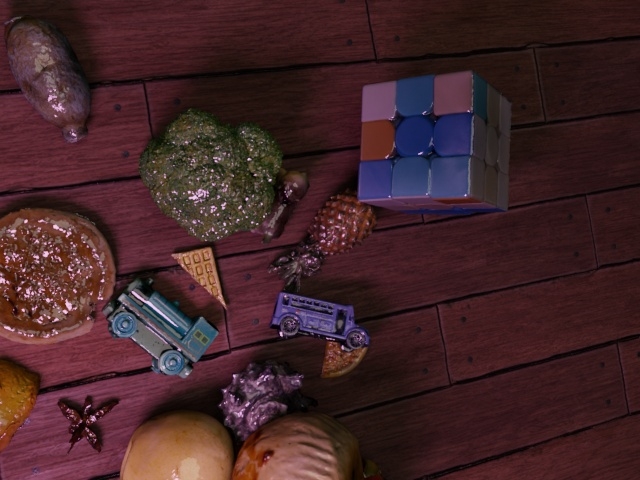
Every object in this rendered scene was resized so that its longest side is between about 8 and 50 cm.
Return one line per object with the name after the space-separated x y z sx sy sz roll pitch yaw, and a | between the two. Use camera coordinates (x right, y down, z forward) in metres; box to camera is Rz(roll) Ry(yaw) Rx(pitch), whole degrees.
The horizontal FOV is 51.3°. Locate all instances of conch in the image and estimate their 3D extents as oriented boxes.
-0.145 0.449 1.842 0.313 0.186 0.241 3 87 -54 | conch

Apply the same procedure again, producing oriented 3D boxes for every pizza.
0.064 0.340 2.023 0.178 0.041 0.131 -19 92 -18 | pizza

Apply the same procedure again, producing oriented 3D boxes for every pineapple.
0.000 0.000 1.968 0.361 0.175 0.175 -36 99 -1 | pineapple

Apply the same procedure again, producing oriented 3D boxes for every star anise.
-0.617 0.482 1.740 0.158 0.144 0.141 12 76 -17 | star anise

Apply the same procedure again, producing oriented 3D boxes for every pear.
-0.369 0.590 1.736 0.309 0.309 0.310 1 87 -18 | pear

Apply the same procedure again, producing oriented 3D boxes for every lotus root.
-0.697 -0.426 1.737 0.175 0.175 0.350 -29 100 -17 | lotus root

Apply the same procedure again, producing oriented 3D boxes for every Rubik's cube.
0.335 -0.261 1.919 0.346 0.344 0.347 10 81 -56 | Rubik's cube

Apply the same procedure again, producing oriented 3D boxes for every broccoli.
-0.291 -0.166 1.785 0.413 0.310 0.321 -16 73 14 | broccoli

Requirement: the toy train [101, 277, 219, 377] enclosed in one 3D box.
-0.441 0.236 1.822 0.298 0.120 0.194 43 69 -14 | toy train

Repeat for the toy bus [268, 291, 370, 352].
0.004 0.238 1.943 0.292 0.125 0.133 13 75 -6 | toy bus

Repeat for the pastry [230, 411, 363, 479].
-0.060 0.627 1.683 0.312 0.388 0.389 2 86 19 | pastry

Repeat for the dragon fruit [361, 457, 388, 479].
0.095 0.790 1.918 0.305 0.225 0.306 1 85 -17 | dragon fruit

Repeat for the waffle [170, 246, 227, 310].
-0.346 0.120 1.899 0.125 0.032 0.191 -12 90 -20 | waffle

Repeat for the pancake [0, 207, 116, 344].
-0.725 0.093 1.754 0.382 0.071 0.383 0 91 -19 | pancake

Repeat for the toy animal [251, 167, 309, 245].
-0.121 -0.103 1.921 0.121 0.168 0.233 27 94 -15 | toy animal

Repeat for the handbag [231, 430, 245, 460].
-0.156 0.589 1.929 0.190 0.062 0.127 -11 92 -21 | handbag

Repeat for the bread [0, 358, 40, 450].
-0.822 0.440 1.669 0.160 0.147 0.261 42 76 -15 | bread
